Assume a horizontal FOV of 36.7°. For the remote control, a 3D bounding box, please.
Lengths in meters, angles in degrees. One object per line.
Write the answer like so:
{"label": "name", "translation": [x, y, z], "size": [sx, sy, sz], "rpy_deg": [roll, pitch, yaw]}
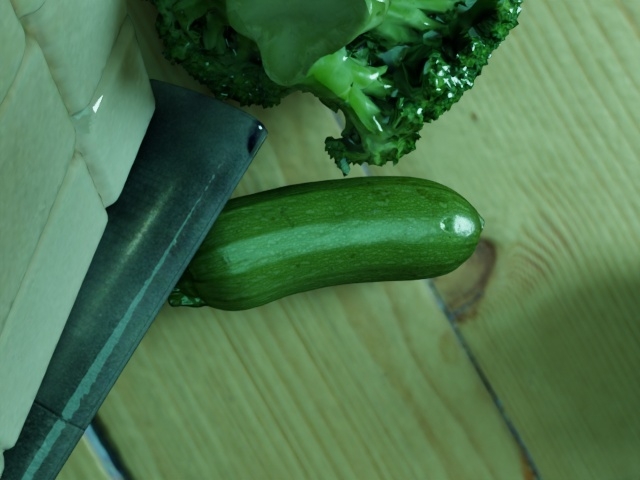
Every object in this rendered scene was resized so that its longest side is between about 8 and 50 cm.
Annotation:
{"label": "remote control", "translation": [-0.167, 0.071, 0.577], "size": [0.107, 0.044, 0.378], "rpy_deg": [21, 74, 35]}

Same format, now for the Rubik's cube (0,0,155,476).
{"label": "Rubik's cube", "translation": [-0.285, -0.044, 0.419], "size": [0.321, 0.316, 0.319], "rpy_deg": [17, 71, 4]}

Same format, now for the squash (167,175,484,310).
{"label": "squash", "translation": [0.000, 0.000, 0.634], "size": [0.219, 0.068, 0.077], "rpy_deg": [-11, 106, -7]}

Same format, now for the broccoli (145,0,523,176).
{"label": "broccoli", "translation": [0.010, -0.183, 0.565], "size": [0.261, 0.242, 0.269], "rpy_deg": [44, 125, -12]}
